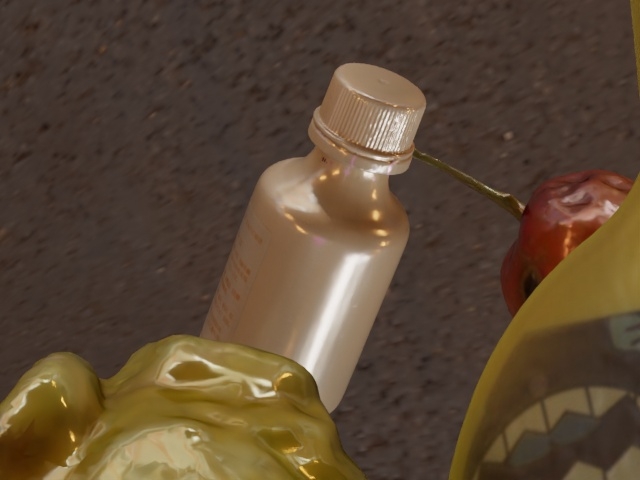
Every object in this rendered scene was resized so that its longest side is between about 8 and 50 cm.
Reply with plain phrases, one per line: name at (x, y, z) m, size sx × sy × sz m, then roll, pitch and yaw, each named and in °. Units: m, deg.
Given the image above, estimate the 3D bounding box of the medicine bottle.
medicine bottle at (0.000, 0.000, 1.330) m, size 0.114 × 0.114 × 0.252 m, roll 11°, pitch 118°, yaw -19°

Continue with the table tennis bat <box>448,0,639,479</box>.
table tennis bat at (0.129, 0.024, 0.619) m, size 0.054 × 0.224 × 0.368 m, roll 23°, pitch 62°, yaw -41°

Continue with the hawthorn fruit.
hawthorn fruit at (0.163, -0.004, 1.435) m, size 0.285 × 0.165 × 0.165 m, roll 35°, pitch 68°, yaw 19°

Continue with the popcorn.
popcorn at (-0.057, 0.176, 0.655) m, size 0.215 × 0.252 × 0.286 m, roll 6°, pitch 81°, yaw -15°
